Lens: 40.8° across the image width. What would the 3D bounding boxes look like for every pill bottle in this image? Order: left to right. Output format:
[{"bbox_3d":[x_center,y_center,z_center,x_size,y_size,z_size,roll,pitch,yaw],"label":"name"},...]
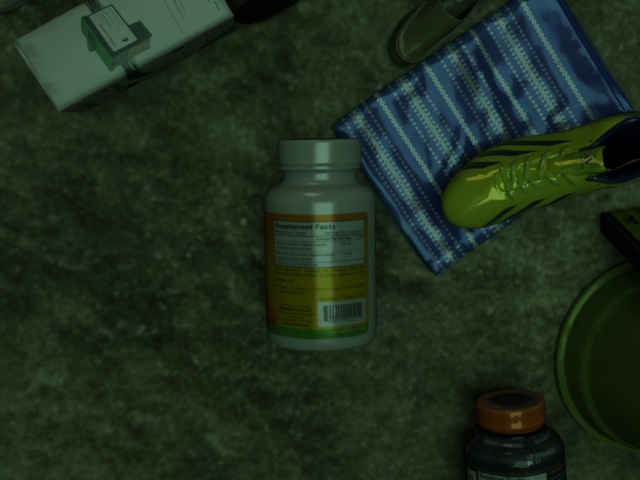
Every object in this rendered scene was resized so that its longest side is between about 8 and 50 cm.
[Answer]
[{"bbox_3d":[0.000,0.000,1.045,0.136,0.136,0.246,-1,98,-5],"label":"pill bottle"},{"bbox_3d":[0.255,0.322,1.117,0.130,0.130,0.246,-6,98,-5],"label":"pill bottle"}]

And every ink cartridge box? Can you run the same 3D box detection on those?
[{"bbox_3d":[-0.214,-0.234,0.981,0.219,0.160,0.093,-29,99,0],"label":"ink cartridge box"}]

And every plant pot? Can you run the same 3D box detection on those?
[{"bbox_3d":[0.464,0.174,1.055,0.275,0.254,0.276,-1,98,-5],"label":"plant pot"}]

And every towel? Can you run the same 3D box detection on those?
[{"bbox_3d":[0.218,-0.141,1.097,0.336,0.040,0.243,-34,99,0],"label":"towel"}]

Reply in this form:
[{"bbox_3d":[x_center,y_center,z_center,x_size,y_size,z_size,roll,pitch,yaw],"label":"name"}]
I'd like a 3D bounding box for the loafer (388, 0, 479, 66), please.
[{"bbox_3d":[0.144,-0.276,1.065,0.056,0.050,0.148,43,92,-9],"label":"loafer"}]

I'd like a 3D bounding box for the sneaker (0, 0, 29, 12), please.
[{"bbox_3d":[-0.325,-0.337,0.990,0.228,0.092,0.087,-29,101,0],"label":"sneaker"}]

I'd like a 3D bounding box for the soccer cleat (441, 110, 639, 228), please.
[{"bbox_3d":[0.285,-0.087,1.032,0.289,0.121,0.094,-19,98,0],"label":"soccer cleat"}]

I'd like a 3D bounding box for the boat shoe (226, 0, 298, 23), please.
[{"bbox_3d":[0.009,-0.369,0.982,0.307,0.110,0.105,-25,81,14],"label":"boat shoe"}]

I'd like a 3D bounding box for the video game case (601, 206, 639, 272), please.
[{"bbox_3d":[0.512,0.018,1.033,0.248,0.275,0.035,-10,119,-4],"label":"video game case"}]
